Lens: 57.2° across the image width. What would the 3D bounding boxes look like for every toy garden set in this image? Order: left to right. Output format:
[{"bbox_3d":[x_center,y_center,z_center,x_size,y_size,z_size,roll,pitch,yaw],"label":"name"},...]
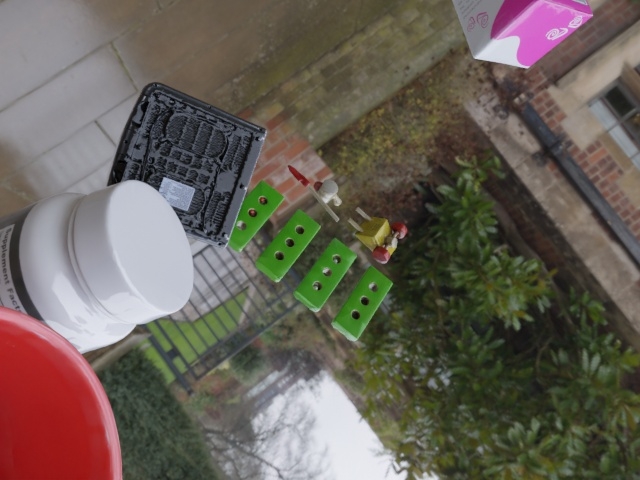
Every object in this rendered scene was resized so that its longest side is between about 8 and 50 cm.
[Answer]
[{"bbox_3d":[0.000,0.000,0.871,0.204,0.244,0.049,-53,-177,-31],"label":"toy garden set"}]

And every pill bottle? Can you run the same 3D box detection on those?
[{"bbox_3d":[-0.287,0.046,0.608,0.283,0.162,0.161,-18,-178,16],"label":"pill bottle"}]

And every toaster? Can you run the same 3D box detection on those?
[{"bbox_3d":[-0.184,-0.094,0.748,0.110,0.185,0.168,12,-96,66],"label":"toaster"}]

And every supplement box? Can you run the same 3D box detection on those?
[{"bbox_3d":[0.239,-0.352,0.762,0.113,0.220,0.111,-1,159,-32],"label":"supplement box"}]

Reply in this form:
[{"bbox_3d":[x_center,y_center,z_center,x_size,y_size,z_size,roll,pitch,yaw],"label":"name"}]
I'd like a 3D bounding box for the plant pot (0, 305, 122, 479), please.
[{"bbox_3d":[-0.307,0.172,0.357,0.243,0.275,0.275,-4,-170,21],"label":"plant pot"}]
